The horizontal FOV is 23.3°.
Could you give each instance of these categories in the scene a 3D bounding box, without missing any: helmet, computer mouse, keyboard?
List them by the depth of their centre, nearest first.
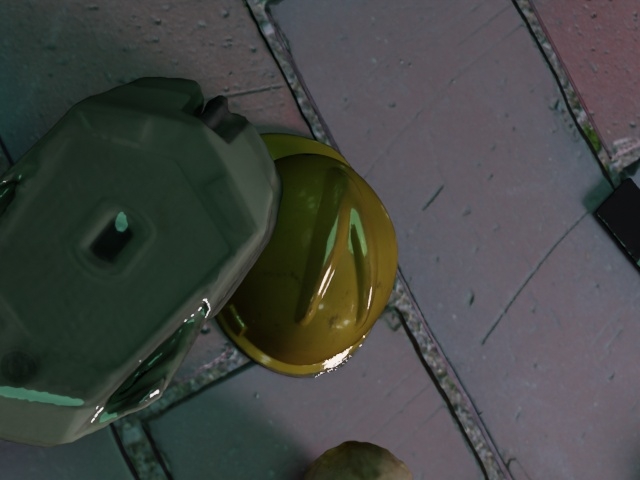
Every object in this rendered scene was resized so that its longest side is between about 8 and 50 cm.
[{"bbox_3d":[-0.195,0.023,1.370,0.228,0.145,0.429,36,50,0],"label":"computer mouse"},{"bbox_3d":[0.000,0.000,1.524,0.205,0.140,0.256,6,75,-26],"label":"helmet"},{"bbox_3d":[0.396,0.021,1.794,0.196,0.015,0.074,49,56,-7],"label":"keyboard"}]

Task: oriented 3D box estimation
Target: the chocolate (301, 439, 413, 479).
[{"bbox_3d":[0.050,0.341,1.454,0.134,0.134,0.309,-7,77,-29],"label":"chocolate"}]
